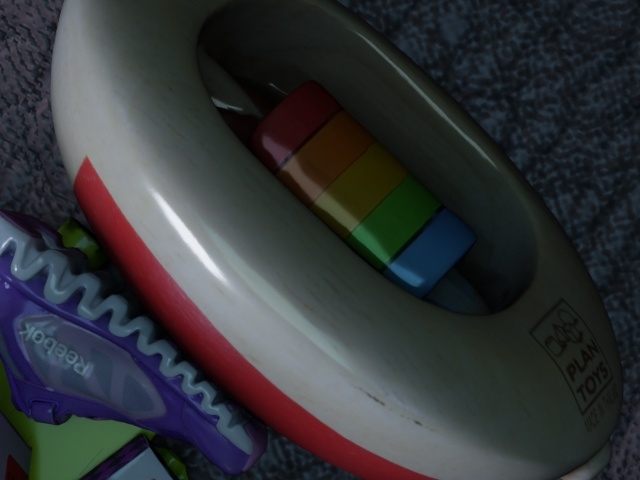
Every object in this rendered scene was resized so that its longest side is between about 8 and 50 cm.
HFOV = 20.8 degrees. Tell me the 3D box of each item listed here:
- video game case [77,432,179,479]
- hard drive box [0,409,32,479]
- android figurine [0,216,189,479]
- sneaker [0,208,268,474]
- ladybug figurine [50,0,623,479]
[{"bbox_3d":[-0.150,0.279,1.164,0.232,0.042,0.210,-36,106,-6],"label":"video game case"},{"bbox_3d":[-0.253,0.159,1.015,0.089,0.232,0.181,-3,61,8],"label":"hard drive box"},{"bbox_3d":[-0.215,0.124,1.191,0.248,0.056,0.273,40,89,-1],"label":"android figurine"},{"bbox_3d":[-0.144,0.084,1.126,0.236,0.095,0.104,37,93,7],"label":"sneaker"},{"bbox_3d":[0.000,0.000,1.100,0.449,0.305,0.162,46,126,6],"label":"ladybug figurine"}]
